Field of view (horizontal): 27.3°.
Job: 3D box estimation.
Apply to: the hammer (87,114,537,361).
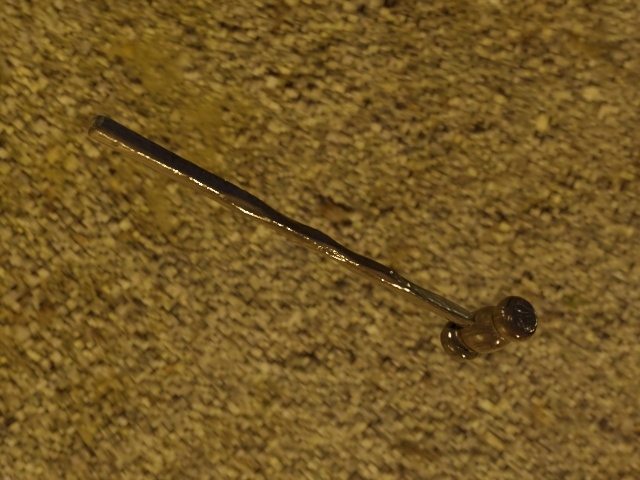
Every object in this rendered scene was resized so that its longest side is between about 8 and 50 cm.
[{"bbox_3d":[0.000,0.000,0.720,0.292,0.058,0.029,28,52,-30],"label":"hammer"}]
